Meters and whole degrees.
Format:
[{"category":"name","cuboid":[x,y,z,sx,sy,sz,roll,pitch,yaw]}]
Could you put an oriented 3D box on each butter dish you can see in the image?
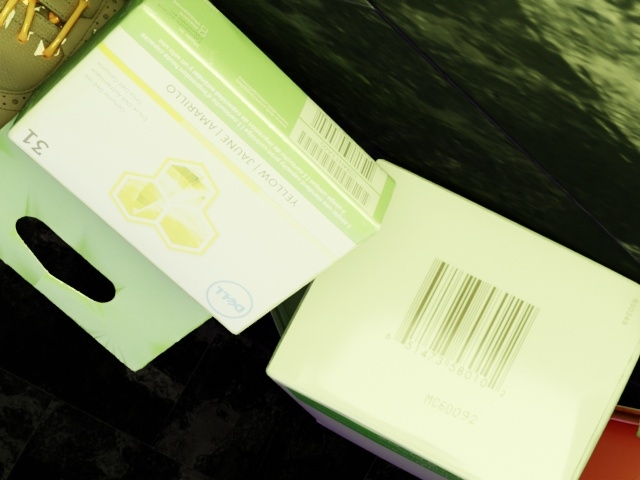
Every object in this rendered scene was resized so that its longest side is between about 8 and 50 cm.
[{"category":"butter dish","cuboid":[0.258,0.209,1.450,0.160,0.118,0.160,10,164,26]}]

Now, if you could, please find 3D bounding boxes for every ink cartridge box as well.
[{"category":"ink cartridge box","cuboid":[-0.099,-0.017,0.936,0.171,0.235,0.056,43,-146,-15]}]

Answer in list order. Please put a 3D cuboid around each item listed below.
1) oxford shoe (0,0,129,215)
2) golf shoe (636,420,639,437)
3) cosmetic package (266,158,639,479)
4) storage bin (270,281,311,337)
[{"category":"oxford shoe","cuboid":[-0.177,-0.112,1.000,0.364,0.130,0.132,17,151,21]},{"category":"golf shoe","cuboid":[0.214,0.089,0.978,0.069,0.086,0.176,28,172,28]},{"category":"cosmetic package","cuboid":[0.097,0.085,1.155,0.197,0.155,0.365,26,172,10]},{"category":"storage bin","cuboid":[0.011,0.085,1.602,0.098,0.091,0.135,65,-177,-79]}]
